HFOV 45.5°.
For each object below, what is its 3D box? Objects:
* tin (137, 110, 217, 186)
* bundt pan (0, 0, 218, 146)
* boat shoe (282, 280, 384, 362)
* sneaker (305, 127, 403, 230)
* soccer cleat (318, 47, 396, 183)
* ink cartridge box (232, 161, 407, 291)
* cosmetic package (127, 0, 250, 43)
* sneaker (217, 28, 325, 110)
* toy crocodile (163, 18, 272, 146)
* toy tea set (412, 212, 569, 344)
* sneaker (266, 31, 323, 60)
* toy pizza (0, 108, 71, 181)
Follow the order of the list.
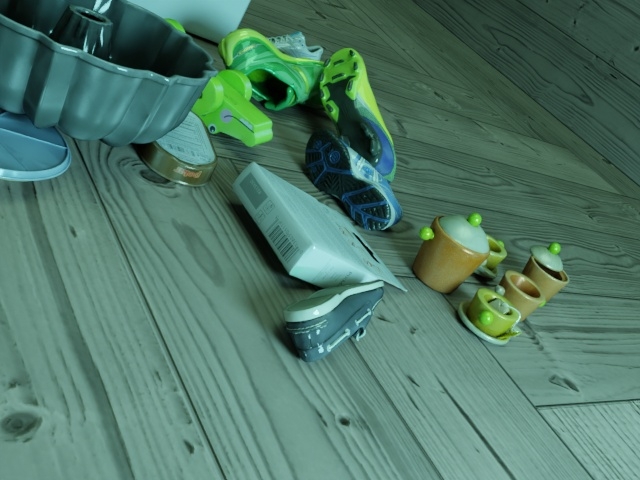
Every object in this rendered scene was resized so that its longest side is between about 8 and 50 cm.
[{"bbox_3d":[-0.203,-0.142,1.071,0.106,0.040,0.189,19,28,-33],"label":"tin"},{"bbox_3d":[-0.304,-0.224,0.943,0.331,0.124,0.331,24,22,-10],"label":"bundt pan"},{"bbox_3d":[0.021,0.090,0.896,0.206,0.075,0.065,-16,95,-63],"label":"boat shoe"},{"bbox_3d":[0.051,-0.095,1.222,0.081,0.080,0.211,1,48,-56],"label":"sneaker"},{"bbox_3d":[0.069,-0.223,1.386,0.121,0.093,0.289,36,35,-52],"label":"soccer cleat"},{"bbox_3d":[0.000,0.000,1.042,0.225,0.056,0.181,30,18,-49],"label":"ink cartridge box"},{"bbox_3d":[-0.304,-0.662,1.545,0.327,0.329,0.393,15,31,-31],"label":"cosmetic package"},{"bbox_3d":[-0.067,-0.287,1.425,0.295,0.109,0.123,13,60,-41],"label":"sneaker"},{"bbox_3d":[-0.219,-0.255,1.195,0.340,0.105,0.115,38,26,4],"label":"toy crocodile"},{"bbox_3d":[0.285,0.030,1.181,0.200,0.124,0.336,42,28,21],"label":"toy tea set"},{"bbox_3d":[-0.078,-0.417,1.636,0.191,0.083,0.071,10,34,-34],"label":"sneaker"},{"bbox_3d":[-0.377,-0.117,0.840,0.201,0.032,0.201,26,23,-12],"label":"toy pizza"}]
